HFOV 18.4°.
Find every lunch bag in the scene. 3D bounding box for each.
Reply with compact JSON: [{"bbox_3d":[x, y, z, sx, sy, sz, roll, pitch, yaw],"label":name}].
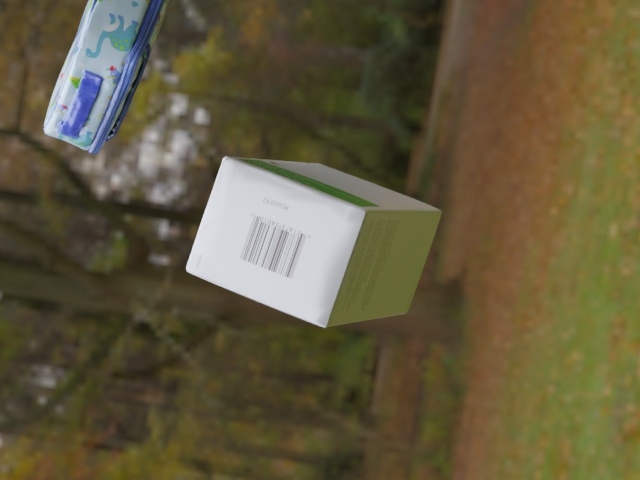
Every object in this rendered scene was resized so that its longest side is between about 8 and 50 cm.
[{"bbox_3d":[-0.244,-0.212,2.260,0.219,0.090,0.176,123,168,-53],"label":"lunch bag"}]

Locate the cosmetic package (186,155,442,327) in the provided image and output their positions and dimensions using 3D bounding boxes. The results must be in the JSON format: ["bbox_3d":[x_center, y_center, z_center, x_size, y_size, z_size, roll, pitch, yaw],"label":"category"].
[{"bbox_3d":[0.000,0.000,2.436,0.365,0.197,0.155,-8,-62,-73],"label":"cosmetic package"}]
